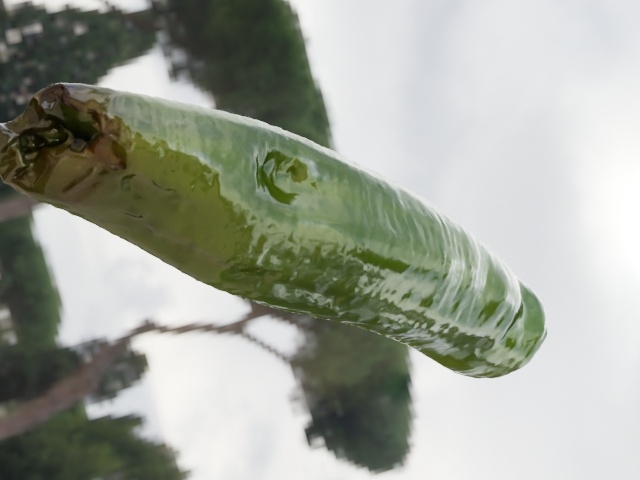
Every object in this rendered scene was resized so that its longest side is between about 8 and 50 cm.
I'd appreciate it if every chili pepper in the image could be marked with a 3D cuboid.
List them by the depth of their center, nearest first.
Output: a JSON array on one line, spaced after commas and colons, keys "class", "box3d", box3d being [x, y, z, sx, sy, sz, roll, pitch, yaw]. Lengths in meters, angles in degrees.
[{"class": "chili pepper", "box3d": [0.000, 0.000, 0.515, 0.052, 0.201, 0.050, -53, -135, 15]}]
